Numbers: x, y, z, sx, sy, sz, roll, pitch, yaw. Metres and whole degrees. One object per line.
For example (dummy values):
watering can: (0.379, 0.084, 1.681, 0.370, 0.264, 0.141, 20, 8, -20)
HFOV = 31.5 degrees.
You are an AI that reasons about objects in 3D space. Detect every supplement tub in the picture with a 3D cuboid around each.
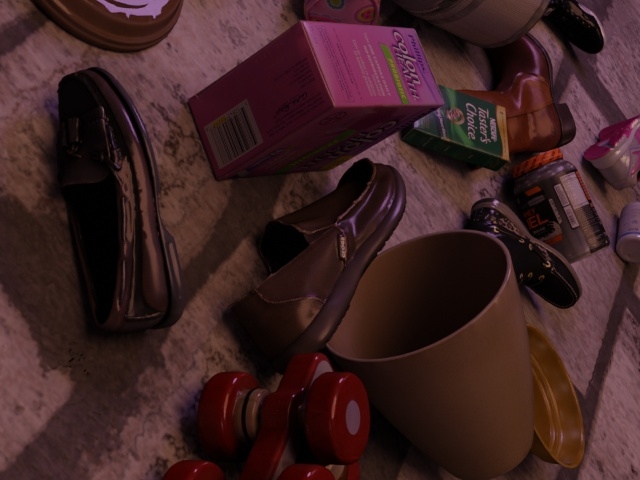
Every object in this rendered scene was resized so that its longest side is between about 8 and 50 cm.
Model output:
supplement tub: (0.609, -0.015, 2.189, 0.071, 0.071, 0.107, 45, 41, -21)
supplement tub: (0.405, -0.054, 1.940, 0.117, 0.117, 0.190, -16, 80, -52)

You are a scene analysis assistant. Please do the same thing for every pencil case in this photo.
pencil case: (0.034, -0.444, 1.748, 0.124, 0.124, 0.284, 29, 50, -35)

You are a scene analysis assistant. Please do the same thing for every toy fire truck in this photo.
toy fire truck: (-0.030, 0.287, 1.231, 0.302, 0.169, 0.254, -67, 144, -44)

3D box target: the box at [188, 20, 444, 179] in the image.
box: (-0.003, -0.178, 1.468, 0.243, 0.213, 0.117, -11, 77, -52)

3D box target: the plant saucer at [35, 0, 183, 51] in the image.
plant saucer: (-0.271, -0.368, 1.404, 0.278, 0.041, 0.278, 24, 55, -39)

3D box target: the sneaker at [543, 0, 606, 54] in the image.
sneaker: (0.487, -0.457, 2.316, 0.217, 0.079, 0.121, 53, 41, 1)

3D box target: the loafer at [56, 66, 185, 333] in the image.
loafer: (-0.232, -0.045, 1.221, 0.095, 0.109, 0.302, -12, 80, -47)

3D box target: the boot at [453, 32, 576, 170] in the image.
boot: (0.296, -0.257, 1.993, 0.280, 0.096, 0.264, -14, 81, -39)

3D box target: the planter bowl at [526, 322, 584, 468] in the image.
planter bowl: (0.295, 0.236, 1.652, 0.217, 0.090, 0.217, 40, 38, -41)

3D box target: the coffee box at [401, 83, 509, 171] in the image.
coffee box: (0.217, -0.188, 1.826, 0.184, 0.040, 0.113, 17, 56, -22)

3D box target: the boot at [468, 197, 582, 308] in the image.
boot: (0.305, 0.065, 1.784, 0.236, 0.085, 0.178, 43, 43, -13)

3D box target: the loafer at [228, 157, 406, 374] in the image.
loafer: (0.000, 0.000, 1.430, 0.130, 0.134, 0.366, 40, 42, -10)

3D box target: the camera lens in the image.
camera lens: (0.246, -0.460, 1.915, 0.274, 0.219, 0.219, 14, 59, -44)

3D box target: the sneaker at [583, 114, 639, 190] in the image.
sneaker: (0.614, -0.175, 2.277, 0.252, 0.103, 0.111, -39, 103, -45)

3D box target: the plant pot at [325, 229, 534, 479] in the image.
plant pot: (0.168, 0.171, 1.466, 0.274, 0.256, 0.256, 63, 34, -27)
